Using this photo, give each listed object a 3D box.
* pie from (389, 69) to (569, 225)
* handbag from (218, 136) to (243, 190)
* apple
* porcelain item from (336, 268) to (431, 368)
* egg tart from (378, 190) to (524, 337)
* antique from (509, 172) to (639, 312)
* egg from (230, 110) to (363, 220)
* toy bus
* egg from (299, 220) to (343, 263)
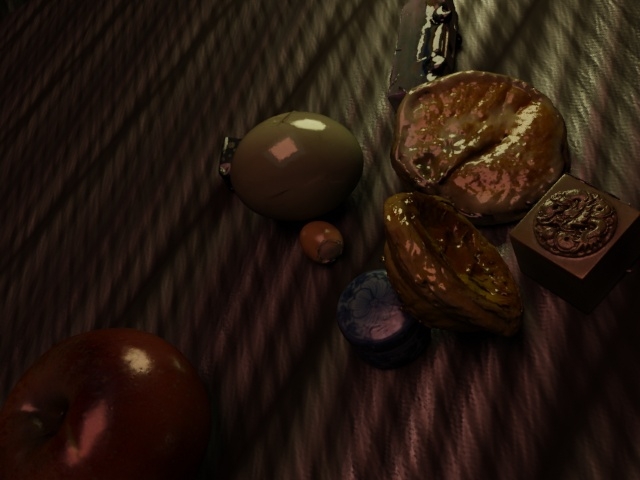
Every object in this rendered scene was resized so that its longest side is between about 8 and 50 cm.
[{"bbox_3d":[0.296,-0.178,1.211,0.339,0.077,0.339,-3,70,10],"label":"pie"},{"bbox_3d":[-0.153,-0.177,1.461,0.139,0.072,0.115,-2,55,9],"label":"handbag"},{"bbox_3d":[-0.353,0.318,1.076,0.349,0.277,0.348,-14,54,20],"label":"apple"},{"bbox_3d":[0.106,0.131,1.090,0.147,0.114,0.147,-12,54,17],"label":"porcelain item"},{"bbox_3d":[0.199,0.047,1.025,0.115,0.290,0.290,-45,44,29],"label":"egg tart"},{"bbox_3d":[0.407,-0.001,1.019,0.152,0.148,0.147,-47,49,-6],"label":"antique"},{"bbox_3d":[-0.049,-0.147,1.285,0.269,0.219,0.219,-19,52,10],"label":"egg"},{"bbox_3d":[0.229,-0.402,1.403,0.138,0.112,0.316,-4,56,28],"label":"toy bus"},{"bbox_3d":[0.000,0.000,1.253,0.080,0.080,0.096,-36,42,-1],"label":"egg"}]
